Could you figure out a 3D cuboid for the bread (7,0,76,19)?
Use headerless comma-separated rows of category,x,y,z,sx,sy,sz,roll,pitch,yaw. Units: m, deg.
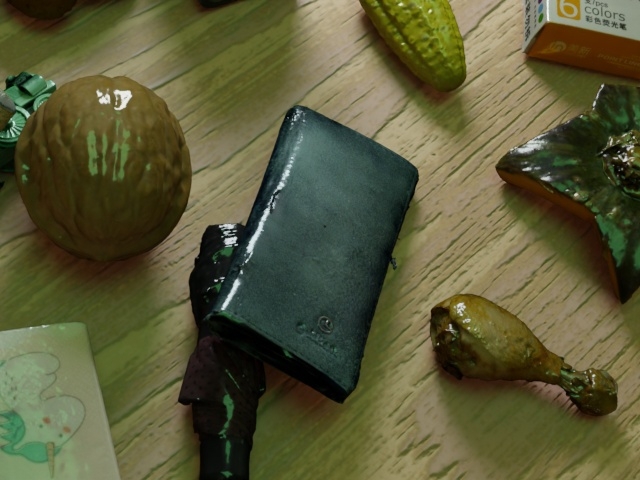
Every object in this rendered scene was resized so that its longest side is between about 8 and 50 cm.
bread,-0.340,-0.418,1.642,0.232,0.135,0.247,-29,74,-30

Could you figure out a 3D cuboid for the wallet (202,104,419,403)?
wallet,0.000,0.000,1.506,0.190,0.046,0.379,30,45,-12

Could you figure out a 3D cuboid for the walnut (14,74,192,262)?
walnut,-0.244,-0.076,1.450,0.213,0.213,0.213,6,61,-12

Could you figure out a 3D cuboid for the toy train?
toy train,-0.378,-0.132,1.521,0.104,0.071,0.178,39,61,20

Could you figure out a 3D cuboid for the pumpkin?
pumpkin,0.415,-0.079,1.685,0.290,0.095,0.258,-33,79,-24

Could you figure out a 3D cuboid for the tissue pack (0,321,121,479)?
tissue pack,-0.295,0.248,1.336,0.170,0.071,0.326,-8,66,-22

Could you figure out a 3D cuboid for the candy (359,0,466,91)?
candy,0.133,-0.284,1.723,0.106,0.094,0.199,-31,76,10

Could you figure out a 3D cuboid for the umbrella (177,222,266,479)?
umbrella,-0.108,0.130,1.441,0.090,0.094,0.326,38,43,-47

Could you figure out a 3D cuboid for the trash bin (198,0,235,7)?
trash bin,-0.153,-0.514,1.697,0.158,0.223,0.343,-21,66,-23

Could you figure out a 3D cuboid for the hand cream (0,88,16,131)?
hand cream,-0.412,-0.088,1.420,0.084,0.084,0.203,42,98,9

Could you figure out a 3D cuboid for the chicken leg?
chicken leg,0.243,0.140,1.533,0.251,0.087,0.107,24,51,-7

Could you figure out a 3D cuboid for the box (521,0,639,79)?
box,0.424,-0.341,1.830,0.273,0.091,0.221,8,60,-11
